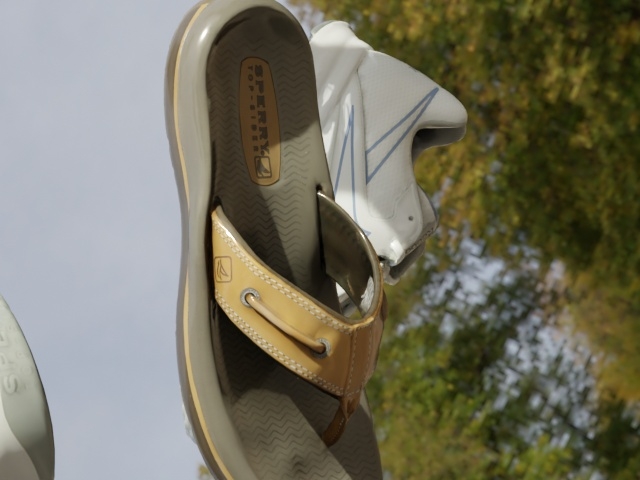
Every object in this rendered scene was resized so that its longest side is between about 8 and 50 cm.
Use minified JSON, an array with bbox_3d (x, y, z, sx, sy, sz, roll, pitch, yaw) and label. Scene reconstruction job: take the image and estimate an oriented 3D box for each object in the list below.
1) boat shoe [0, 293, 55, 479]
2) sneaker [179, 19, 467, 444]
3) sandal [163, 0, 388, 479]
[{"bbox_3d":[-0.185,0.147,0.484,0.103,0.118,0.320,-4,-43,-36],"label":"boat shoe"},{"bbox_3d":[0.000,0.000,0.839,0.111,0.129,0.297,88,-155,-73],"label":"sneaker"},{"bbox_3d":[-0.006,0.012,0.499,0.090,0.060,0.219,-4,-91,-47],"label":"sandal"}]
